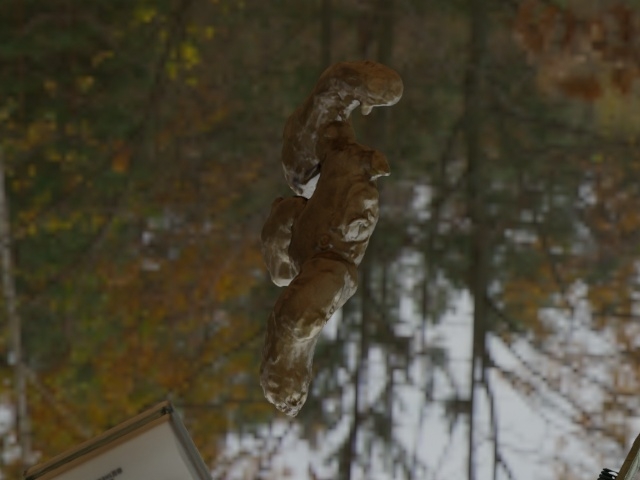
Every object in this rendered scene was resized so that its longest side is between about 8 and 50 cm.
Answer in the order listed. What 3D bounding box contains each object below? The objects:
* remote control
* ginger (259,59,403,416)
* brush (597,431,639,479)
[{"bbox_3d":[-0.078,0.245,1.062,0.103,0.277,0.055,-27,-165,0],"label":"remote control"},{"bbox_3d":[-0.005,-0.001,1.209,0.065,0.258,0.149,14,173,-19],"label":"ginger"},{"bbox_3d":[0.129,0.099,0.716,0.013,0.016,0.083,11,-149,24],"label":"brush"}]
